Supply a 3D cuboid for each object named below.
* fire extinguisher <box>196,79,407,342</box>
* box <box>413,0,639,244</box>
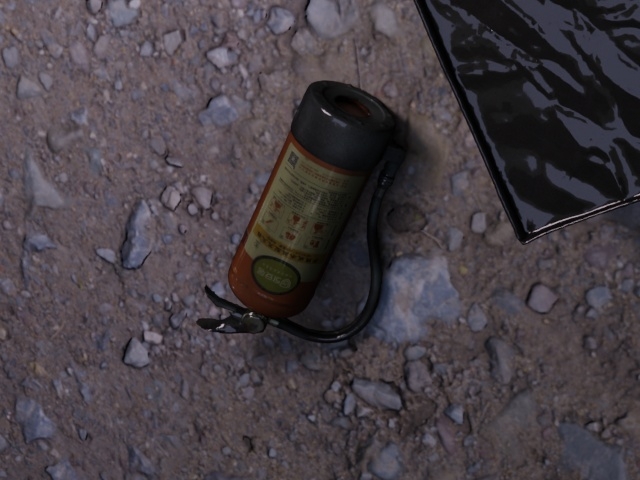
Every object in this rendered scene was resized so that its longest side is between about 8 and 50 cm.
[{"bbox_3d":[-0.006,0.003,1.721,0.200,0.113,0.376,33,120,9],"label":"fire extinguisher"},{"bbox_3d":[0.279,-0.210,1.449,0.251,0.204,0.345,-20,100,30],"label":"box"}]
